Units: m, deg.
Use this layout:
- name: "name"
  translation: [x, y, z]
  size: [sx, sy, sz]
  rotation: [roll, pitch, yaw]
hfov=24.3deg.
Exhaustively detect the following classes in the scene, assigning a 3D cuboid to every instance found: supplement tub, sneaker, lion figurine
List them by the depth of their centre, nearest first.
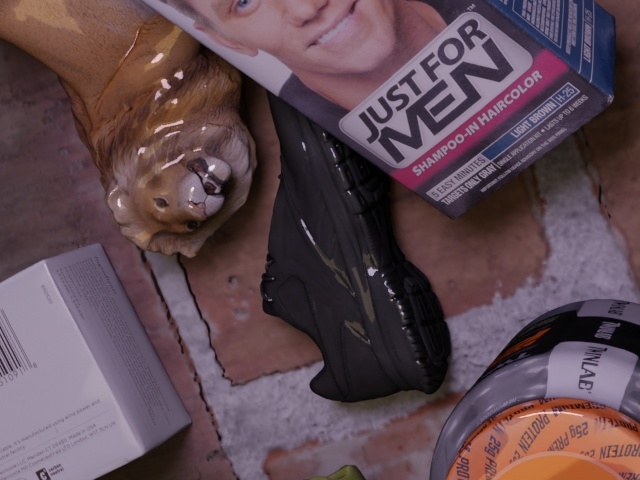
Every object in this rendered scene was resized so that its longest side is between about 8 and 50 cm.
- name: "supplement tub"
  translation: [0.186, 0.155, 1.035]
  size: [0.194, 0.316, 0.193]
  rotation: [2, 97, 15]
- name: "lion figurine"
  translation: [-0.192, -0.179, 1.163]
  size: [0.392, 0.142, 0.240]
  rotation: [37, 101, -7]
- name: "sneaker"
  translation: [0.000, 0.000, 1.183]
  size: [0.130, 0.109, 0.286]
  rotation: [-19, 90, 23]

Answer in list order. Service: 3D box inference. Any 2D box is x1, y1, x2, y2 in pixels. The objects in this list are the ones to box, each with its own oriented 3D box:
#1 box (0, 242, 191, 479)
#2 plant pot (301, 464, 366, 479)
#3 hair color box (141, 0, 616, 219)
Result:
- name: "box"
  translation: [-0.238, 0.125, 1.253]
  size: [0.181, 0.119, 0.182]
  rotation: [-28, 89, 17]
- name: "plant pot"
  translation: [0.005, 0.325, 1.157]
  size: [0.276, 0.276, 0.254]
  rotation: [-32, 76, 17]
- name: "hair color box"
  translation: [0.025, -0.177, 1.044]
  size: [0.347, 0.105, 0.174]
  rotation: [34, 131, -20]
